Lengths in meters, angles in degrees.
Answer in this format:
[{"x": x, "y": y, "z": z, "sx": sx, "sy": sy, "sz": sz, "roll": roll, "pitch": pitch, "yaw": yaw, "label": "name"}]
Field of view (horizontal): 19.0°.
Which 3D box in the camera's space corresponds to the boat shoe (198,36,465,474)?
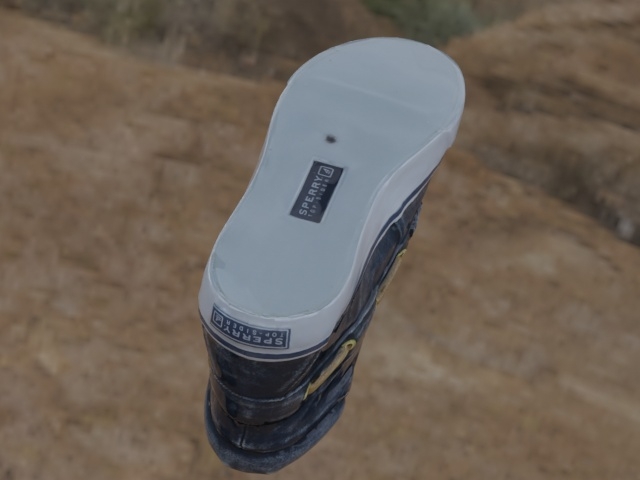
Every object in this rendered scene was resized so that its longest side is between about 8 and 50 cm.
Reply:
[{"x": 0.000, "y": 0.000, "z": 0.708, "sx": 0.065, "sy": 0.083, "sz": 0.183, "roll": 19, "pitch": 42, "yaw": 12, "label": "boat shoe"}]
